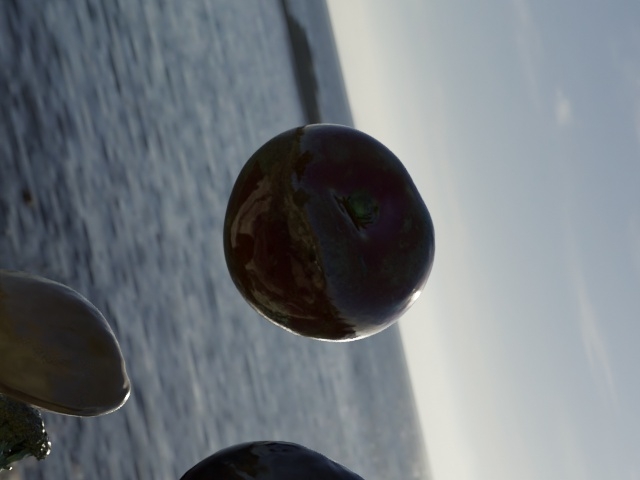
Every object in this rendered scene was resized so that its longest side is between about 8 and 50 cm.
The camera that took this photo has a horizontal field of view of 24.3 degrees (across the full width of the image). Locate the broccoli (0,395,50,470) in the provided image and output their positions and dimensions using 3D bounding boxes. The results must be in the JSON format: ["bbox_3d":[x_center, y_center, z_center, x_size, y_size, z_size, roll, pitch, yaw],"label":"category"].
[{"bbox_3d":[-0.471,0.288,2.216,0.120,0.130,0.131,-68,153,-13],"label":"broccoli"}]

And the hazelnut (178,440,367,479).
[{"bbox_3d":[-0.041,0.238,1.018,0.208,0.208,0.208,-13,90,-88],"label":"hazelnut"}]

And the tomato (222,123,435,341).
[{"bbox_3d":[0.000,0.000,1.831,0.222,0.270,0.270,-39,-125,48],"label":"tomato"}]

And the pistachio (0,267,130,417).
[{"bbox_3d":[-0.383,0.138,1.962,0.162,0.293,0.181,-61,-178,41],"label":"pistachio"}]
